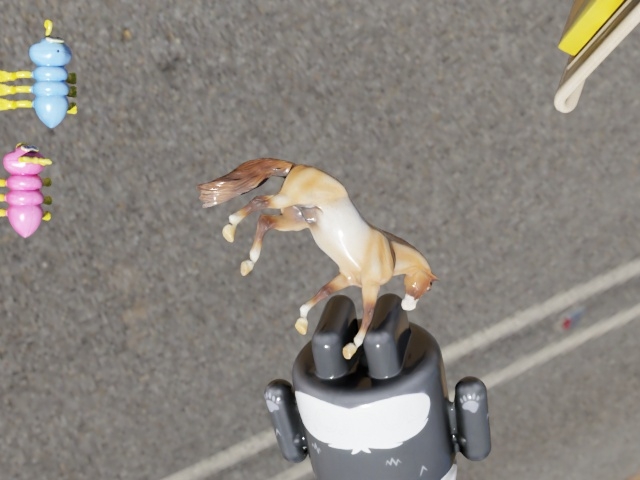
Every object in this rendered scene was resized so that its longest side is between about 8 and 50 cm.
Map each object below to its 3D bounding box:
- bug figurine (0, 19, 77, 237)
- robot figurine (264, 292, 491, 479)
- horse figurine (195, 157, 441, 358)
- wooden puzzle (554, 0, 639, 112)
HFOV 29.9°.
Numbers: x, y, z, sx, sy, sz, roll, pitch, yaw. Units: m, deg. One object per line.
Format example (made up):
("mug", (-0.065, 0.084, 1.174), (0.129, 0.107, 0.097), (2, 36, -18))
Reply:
("bug figurine", (-0.342, -0.104, 1.141), (0.279, 0.216, 0.072), (-7, -174, -37))
("robot figurine", (0.063, 0.196, 1.352), (0.173, 0.209, 0.278), (-28, 121, -29))
("horse figurine", (0.000, 0.000, 1.244), (0.174, 0.263, 0.066), (-49, -175, -33))
("wooden puzzle", (0.270, -0.253, 1.035), (0.044, 0.221, 0.239), (24, 153, -1))
